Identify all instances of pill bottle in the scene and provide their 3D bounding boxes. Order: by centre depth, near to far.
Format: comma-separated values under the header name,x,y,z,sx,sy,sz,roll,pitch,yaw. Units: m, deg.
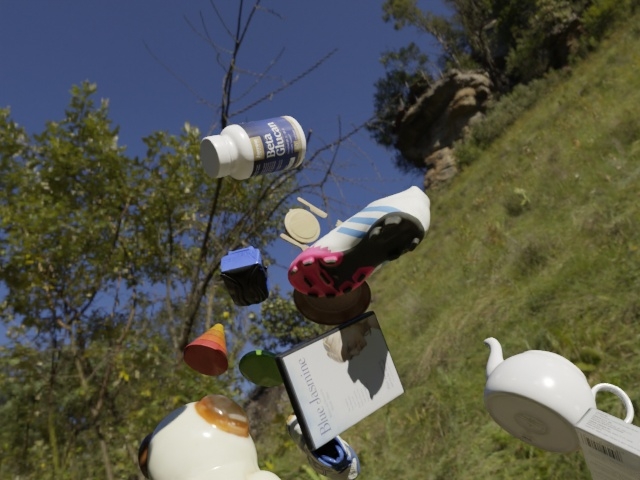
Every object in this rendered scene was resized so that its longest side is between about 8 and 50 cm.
name,x,y,z,sx,sy,sz,roll,pitch,yaw
pill bottle,-0.117,-0.158,0.973,0.169,0.094,0.094,-19,-24,-34

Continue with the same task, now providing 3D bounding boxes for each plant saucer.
name,x,y,z,sx,sy,sz,roll,pitch,yaw
plant saucer,0.030,0.134,1.432,0.199,0.036,0.198,0,-57,1

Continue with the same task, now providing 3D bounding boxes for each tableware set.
name,x,y,z,sx,sy,sz,roll,pitch,yaw
tableware set,0.000,0.000,1.258,0.194,0.128,0.039,31,-38,-12

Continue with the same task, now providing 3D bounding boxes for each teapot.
name,x,y,z,sx,sy,sz,roll,pitch,yaw
teapot,0.511,0.339,1.264,0.256,0.187,0.252,46,-31,-8

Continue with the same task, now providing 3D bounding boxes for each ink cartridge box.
name,x,y,z,sx,sy,sz,roll,pitch,yaw
ink cartridge box,0.601,0.443,0.971,0.060,0.275,0.238,-36,-65,-21

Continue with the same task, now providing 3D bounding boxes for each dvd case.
name,x,y,z,sx,sy,sz,roll,pitch,yaw
dvd case,0.044,0.259,1.074,0.253,0.180,0.022,-19,-3,-39

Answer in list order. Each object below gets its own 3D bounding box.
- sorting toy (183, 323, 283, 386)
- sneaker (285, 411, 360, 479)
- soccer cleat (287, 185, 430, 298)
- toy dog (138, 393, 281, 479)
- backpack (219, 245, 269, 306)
name,x,y,z,sx,sy,sz,roll,pitch,yaw
sorting toy,-0.158,0.286,1.445,0.366,0.126,0.127,10,-51,4
sneaker,0.024,0.559,1.453,0.112,0.131,0.296,-47,-59,-13
soccer cleat,0.078,0.008,1.080,0.331,0.143,0.116,-29,-69,37
toy dog,-0.205,0.475,0.947,0.395,0.407,0.284,32,-66,-31
backpack,-0.161,0.081,1.260,0.098,0.101,0.120,-11,-56,5
